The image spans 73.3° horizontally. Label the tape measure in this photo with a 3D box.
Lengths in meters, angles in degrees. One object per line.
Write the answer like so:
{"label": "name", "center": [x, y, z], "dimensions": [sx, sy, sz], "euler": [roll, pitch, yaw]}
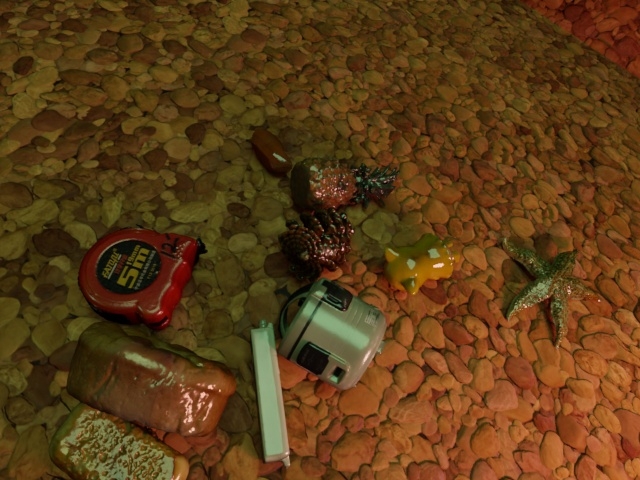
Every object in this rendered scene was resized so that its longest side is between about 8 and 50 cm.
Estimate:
{"label": "tape measure", "center": [-0.445, 0.082, 1.058], "dimensions": [0.261, 0.114, 0.253], "euler": [15, 58, 1]}

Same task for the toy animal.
{"label": "toy animal", "center": [0.289, 0.059, 1.212], "dimensions": [0.230, 0.156, 0.156], "euler": [-21, 66, -26]}

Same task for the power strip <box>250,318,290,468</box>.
{"label": "power strip", "center": [-0.121, 0.338, 0.983], "dimensions": [0.058, 0.098, 0.338], "euler": [-5, 61, -11]}

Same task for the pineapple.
{"label": "pineapple", "center": [0.087, -0.175, 1.310], "dimensions": [0.341, 0.169, 0.169], "euler": [-7, 61, -25]}

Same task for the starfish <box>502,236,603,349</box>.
{"label": "starfish", "center": [0.709, 0.146, 1.292], "dimensions": [0.348, 0.078, 0.357], "euler": [5, 59, -12]}

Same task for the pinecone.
{"label": "pinecone", "center": [0.002, 0.001, 1.165], "dimensions": [0.213, 0.185, 0.169], "euler": [-18, 49, -39]}

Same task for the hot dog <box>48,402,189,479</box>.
{"label": "hot dog", "center": [-0.386, 0.429, 0.842], "dimensions": [0.257, 0.153, 0.150], "euler": [30, 54, 4]}

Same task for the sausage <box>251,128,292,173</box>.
{"label": "sausage", "center": [-0.156, -0.275, 1.346], "dimensions": [0.089, 0.089, 0.179], "euler": [-25, 63, -24]}

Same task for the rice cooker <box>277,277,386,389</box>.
{"label": "rice cooker", "center": [0.019, 0.213, 1.013], "dimensions": [0.244, 0.226, 0.226], "euler": [32, 59, 7]}

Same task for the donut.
{"label": "donut", "center": [-0.337, 0.276, 0.870], "dimensions": [0.318, 0.299, 0.150], "euler": [13, 69, 24]}
